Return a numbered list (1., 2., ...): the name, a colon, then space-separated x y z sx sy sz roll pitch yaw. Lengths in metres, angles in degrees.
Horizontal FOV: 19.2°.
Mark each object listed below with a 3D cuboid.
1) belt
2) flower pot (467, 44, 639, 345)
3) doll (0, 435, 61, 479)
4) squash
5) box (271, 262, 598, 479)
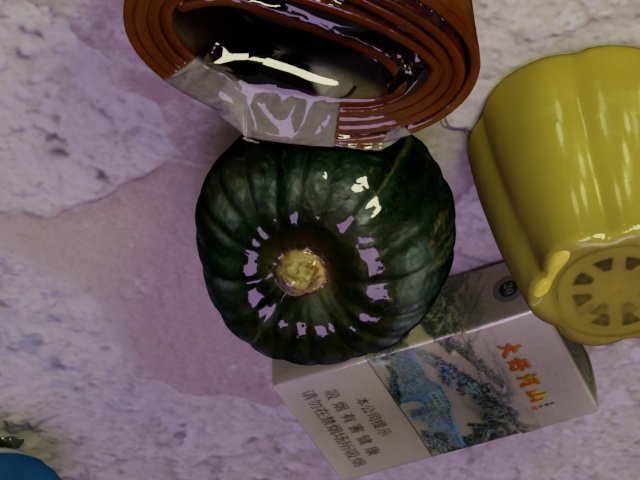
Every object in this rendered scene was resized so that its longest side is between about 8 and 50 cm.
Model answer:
1. belt: -0.015 -0.165 1.374 0.261 0.105 0.184 17 136 -20
2. flower pot: 0.221 -0.026 1.480 0.195 0.179 0.195 -2 136 -2
3. doll: -0.313 0.290 1.838 0.215 0.161 0.257 -10 155 -11
4. squash: 0.002 -0.002 1.500 0.218 0.172 0.218 -2 135 -2
5. box: 0.104 0.120 1.712 0.256 0.069 0.164 -18 135 16
